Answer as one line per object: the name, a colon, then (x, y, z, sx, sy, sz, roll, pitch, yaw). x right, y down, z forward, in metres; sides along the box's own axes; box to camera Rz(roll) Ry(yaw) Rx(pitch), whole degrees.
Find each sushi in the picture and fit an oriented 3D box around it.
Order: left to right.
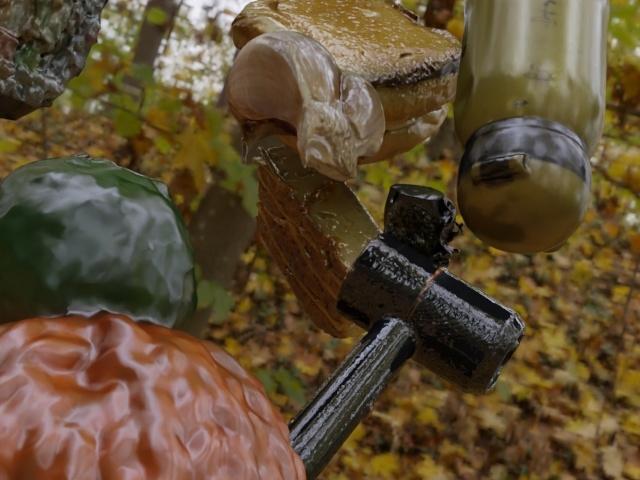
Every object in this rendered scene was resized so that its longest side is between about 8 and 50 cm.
sushi: (-0.538, -0.370, 1.578, 0.285, 0.328, 0.328, 16, 5, 29)
sushi: (0.116, -0.016, 1.137, 0.085, 0.083, 0.056, 17, 27, 35)

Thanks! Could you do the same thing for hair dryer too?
hair dryer: (0.050, 0.155, 1.009, 0.189, 0.352, 0.107, 31, -37, 16)

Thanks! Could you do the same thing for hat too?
hat: (-0.098, 0.149, 0.511, 0.285, 0.400, 0.285, 6, -41, 5)

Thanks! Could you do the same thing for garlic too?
garlic: (-0.009, -0.122, 0.954, 0.099, 0.124, 0.174, 7, -8, 43)

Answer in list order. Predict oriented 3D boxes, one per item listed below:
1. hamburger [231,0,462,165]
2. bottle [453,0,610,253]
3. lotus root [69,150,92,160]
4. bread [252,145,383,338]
hamburger: (0.037, -0.238, 1.425, 0.284, 0.174, 0.304, -16, 46, -23)
bottle: (0.230, -0.147, 1.134, 0.171, 0.351, 0.171, 9, -30, 5)
lotus root: (-0.284, -0.065, 1.136, 0.030, 0.083, 0.037, -25, -64, 41)
bread: (0.000, 0.000, 1.490, 0.274, 0.114, 0.185, 54, -24, 35)
